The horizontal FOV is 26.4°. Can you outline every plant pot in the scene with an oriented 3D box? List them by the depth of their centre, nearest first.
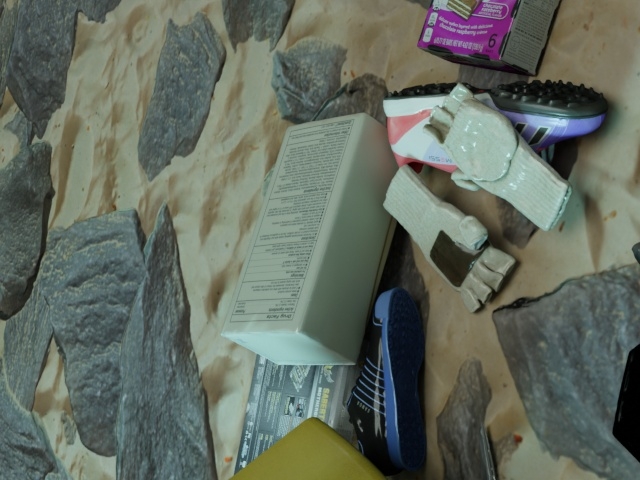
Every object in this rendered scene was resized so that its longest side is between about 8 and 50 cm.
[{"bbox_3d":[0.006,0.332,1.564,0.212,0.212,0.187,-38,51,1],"label":"plant pot"}]

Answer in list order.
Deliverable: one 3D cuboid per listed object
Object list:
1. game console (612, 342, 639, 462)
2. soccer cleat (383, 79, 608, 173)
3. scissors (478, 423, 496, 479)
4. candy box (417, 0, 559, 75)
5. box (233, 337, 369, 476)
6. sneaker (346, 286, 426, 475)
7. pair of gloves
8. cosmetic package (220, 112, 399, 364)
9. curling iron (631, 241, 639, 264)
[{"bbox_3d":[0.330,0.276,1.352,0.213,0.044,0.361,-118,36,-76],"label":"game console"},{"bbox_3d":[0.211,-0.130,1.648,0.318,0.109,0.116,5,107,44],"label":"soccer cleat"},{"bbox_3d":[0.209,0.355,1.536,0.109,0.021,0.297,-9,70,50],"label":"scissors"},{"bbox_3d":[0.227,-0.333,1.702,0.159,0.071,0.233,19,92,51],"label":"candy box"},{"bbox_3d":[-0.024,0.235,1.810,0.183,0.056,0.231,0,77,48],"label":"box"},{"bbox_3d":[0.075,0.176,1.698,0.090,0.081,0.232,-14,68,38],"label":"sneaker"},{"bbox_3d":[0.174,-0.051,1.616,0.204,0.042,0.240,50,136,19],"label":"pair of gloves"},{"bbox_3d":[0.000,0.000,1.771,0.160,0.113,0.309,-4,63,48],"label":"cosmetic package"},{"bbox_3d":[0.370,0.054,1.366,0.274,0.035,0.068,-108,11,-71],"label":"curling iron"}]
